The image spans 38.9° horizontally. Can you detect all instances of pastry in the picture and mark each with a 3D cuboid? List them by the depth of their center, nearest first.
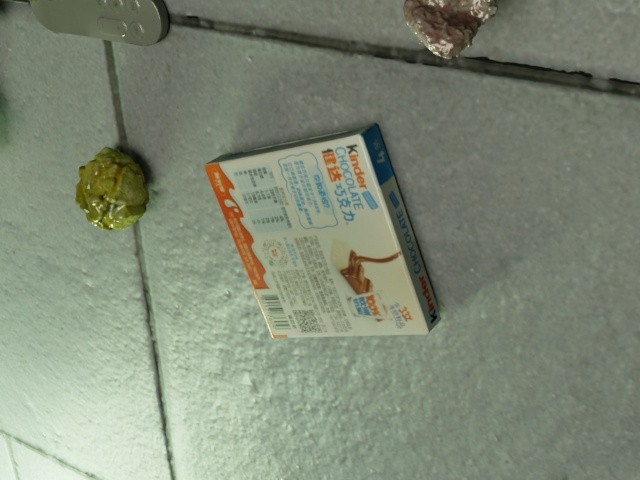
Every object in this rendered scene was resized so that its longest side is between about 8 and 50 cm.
[{"bbox_3d":[0.148,-0.310,0.843,0.103,0.112,0.265,25,122,12],"label":"pastry"}]

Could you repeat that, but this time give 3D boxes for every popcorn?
[{"bbox_3d":[-0.311,-0.069,1.329,0.116,0.106,0.120,38,133,-1],"label":"popcorn"}]

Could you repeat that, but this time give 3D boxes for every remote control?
[{"bbox_3d":[-0.305,-0.313,1.232,0.245,0.022,0.077,15,123,29],"label":"remote control"}]

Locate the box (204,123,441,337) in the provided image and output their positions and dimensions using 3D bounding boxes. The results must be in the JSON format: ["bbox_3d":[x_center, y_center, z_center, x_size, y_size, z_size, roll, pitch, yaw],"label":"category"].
[{"bbox_3d":[0.000,0.000,1.178,0.265,0.048,0.273,-5,112,38],"label":"box"}]
